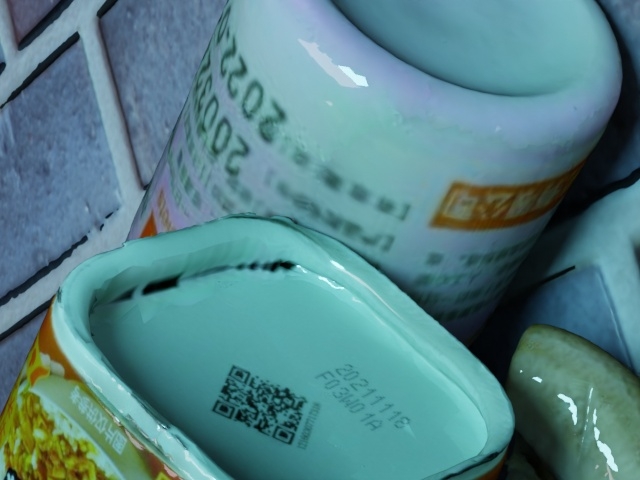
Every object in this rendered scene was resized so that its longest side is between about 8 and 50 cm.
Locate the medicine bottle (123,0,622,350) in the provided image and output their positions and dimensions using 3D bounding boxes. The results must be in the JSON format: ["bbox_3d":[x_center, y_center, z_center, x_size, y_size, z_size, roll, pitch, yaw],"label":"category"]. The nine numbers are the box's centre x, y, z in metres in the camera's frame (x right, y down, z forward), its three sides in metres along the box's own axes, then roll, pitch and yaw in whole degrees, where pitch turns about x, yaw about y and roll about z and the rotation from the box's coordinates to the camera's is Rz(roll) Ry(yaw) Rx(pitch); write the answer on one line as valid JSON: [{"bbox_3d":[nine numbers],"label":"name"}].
[{"bbox_3d":[0.000,0.000,1.151,0.219,0.219,0.388,58,137,31],"label":"medicine bottle"}]

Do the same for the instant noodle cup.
[{"bbox_3d":[-0.063,0.170,0.990,0.294,0.294,0.308,50,132,38],"label":"instant noodle cup"}]

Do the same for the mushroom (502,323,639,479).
[{"bbox_3d":[0.155,0.193,1.041,0.151,0.156,0.285,8,95,20],"label":"mushroom"}]
